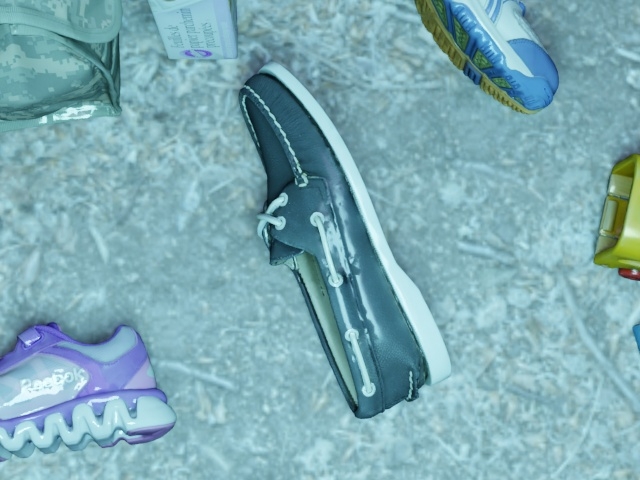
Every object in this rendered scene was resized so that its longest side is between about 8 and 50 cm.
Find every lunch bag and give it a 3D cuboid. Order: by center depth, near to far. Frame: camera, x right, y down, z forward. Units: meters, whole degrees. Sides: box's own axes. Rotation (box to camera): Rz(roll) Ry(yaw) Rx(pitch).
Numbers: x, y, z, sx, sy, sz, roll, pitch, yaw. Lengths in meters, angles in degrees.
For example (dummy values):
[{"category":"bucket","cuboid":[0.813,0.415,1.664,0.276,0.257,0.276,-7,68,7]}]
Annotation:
[{"category":"lunch bag","cuboid":[-0.242,-0.232,1.001,0.169,0.287,0.235,-9,82,-5]}]

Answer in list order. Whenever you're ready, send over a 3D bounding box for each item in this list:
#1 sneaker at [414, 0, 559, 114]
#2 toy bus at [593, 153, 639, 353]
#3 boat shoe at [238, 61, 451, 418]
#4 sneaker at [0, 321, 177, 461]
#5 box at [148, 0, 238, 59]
[{"category":"sneaker","cuboid":[0.129,-0.250,1.118,0.131,0.112,0.296,-35,86,-8]},{"category":"toy bus","cuboid":[0.334,-0.006,1.101,0.202,0.104,0.191,-32,86,-7]},{"category":"boat shoe","cuboid":[0.000,0.000,1.073,0.091,0.114,0.302,-28,84,-13]},{"category":"sneaker","cuboid":[-0.238,0.121,1.055,0.236,0.095,0.104,-6,76,-10]},{"category":"box","cuboid":[-0.101,-0.210,0.988,0.063,0.324,0.067,-1,81,-1]}]
